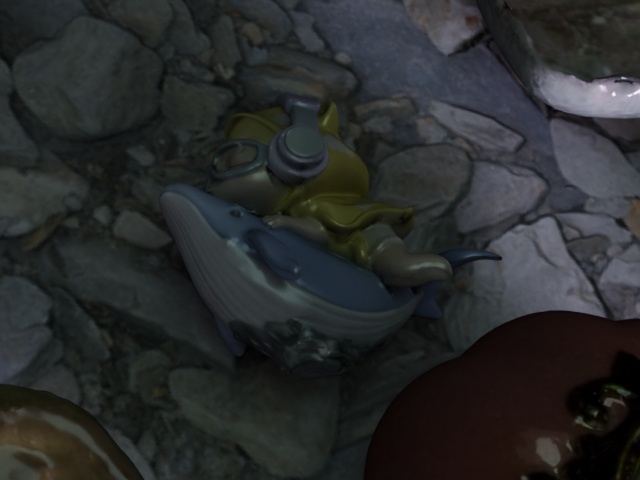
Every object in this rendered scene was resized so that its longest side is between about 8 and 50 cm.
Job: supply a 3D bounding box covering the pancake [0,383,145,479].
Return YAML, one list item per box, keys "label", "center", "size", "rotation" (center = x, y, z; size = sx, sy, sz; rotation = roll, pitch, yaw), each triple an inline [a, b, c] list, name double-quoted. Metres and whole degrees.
- label: "pancake"
  center: [-0.186, 0.182, 0.694]
  size: [0.242, 0.050, 0.241]
  rotation: [4, 68, -11]

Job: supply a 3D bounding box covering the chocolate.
- label: "chocolate"
  center: [0.259, -0.162, 0.986]
  size: [0.303, 0.100, 0.185]
  rotation: [-6, 56, -20]

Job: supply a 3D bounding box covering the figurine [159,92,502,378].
- label: "figurine"
  center: [0.000, 0.000, 0.832]
  size: [0.209, 0.128, 0.183]
  rotation: [13, 59, -17]

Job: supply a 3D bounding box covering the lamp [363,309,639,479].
- label: "lamp"
  center: [0.163, 0.176, 0.717]
  size: [0.306, 0.239, 0.305]
  rotation: [5, 63, -11]
